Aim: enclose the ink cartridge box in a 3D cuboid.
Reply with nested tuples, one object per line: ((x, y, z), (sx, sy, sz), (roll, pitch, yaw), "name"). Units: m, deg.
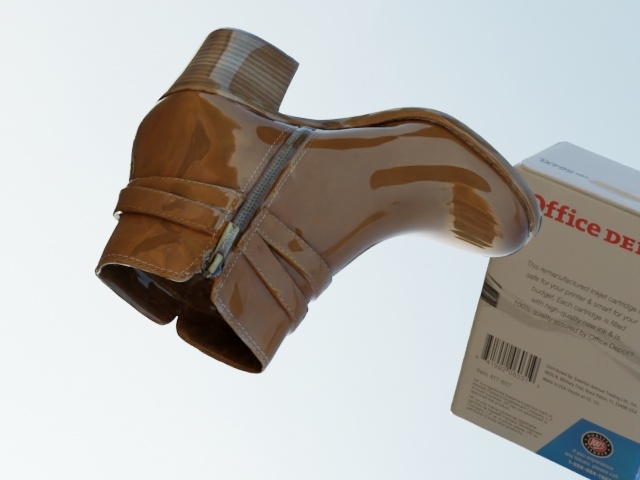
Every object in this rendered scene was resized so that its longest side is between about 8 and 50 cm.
((0.192, 0.052, 1.114), (0.148, 0.086, 0.203), (25, -63, 25), "ink cartridge box")

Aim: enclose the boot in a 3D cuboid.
((0.000, 0.000, 0.741), (0.073, 0.197, 0.152), (119, -6, -52), "boot")
